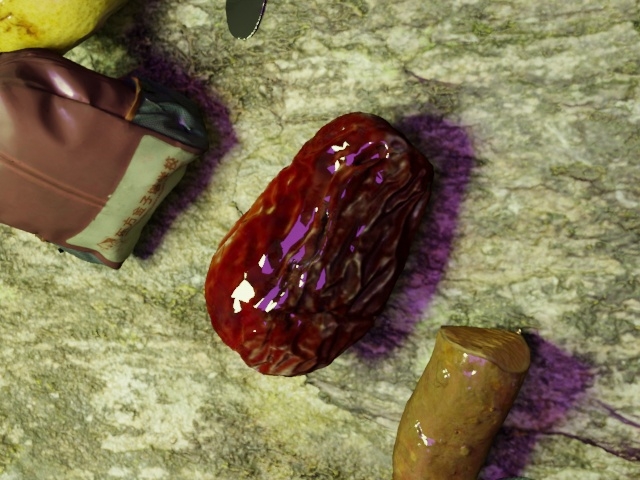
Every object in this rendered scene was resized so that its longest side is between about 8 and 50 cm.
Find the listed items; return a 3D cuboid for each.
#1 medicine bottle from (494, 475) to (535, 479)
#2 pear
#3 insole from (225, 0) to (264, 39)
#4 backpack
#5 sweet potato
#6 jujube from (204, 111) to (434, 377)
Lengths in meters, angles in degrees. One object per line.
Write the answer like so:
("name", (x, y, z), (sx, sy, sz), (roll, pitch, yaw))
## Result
("medicine bottle", (0.186, 0.391, 1.122), (0.158, 0.318, 0.158), (4, 99, 25))
("pear", (-0.364, -0.368, 1.328), (0.271, 0.271, 0.271), (4, 98, 26))
("insole", (-0.094, -0.363, 1.335), (0.064, 0.004, 0.188), (17, 104, 23))
("backpack", (-0.346, -0.120, 1.332), (0.283, 0.317, 0.197), (-54, 37, 20))
("sweet potato", (0.149, 0.250, 1.236), (0.131, 0.131, 0.336), (31, 119, 20))
("jujube", (0.000, 0.000, 1.241), (0.216, 0.216, 0.342), (39, 106, 17))
